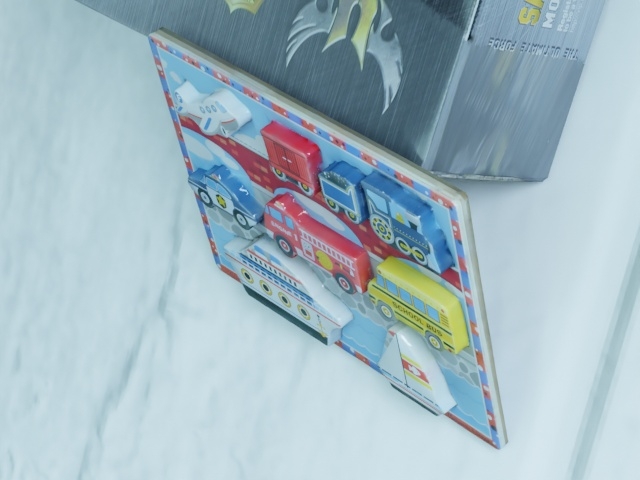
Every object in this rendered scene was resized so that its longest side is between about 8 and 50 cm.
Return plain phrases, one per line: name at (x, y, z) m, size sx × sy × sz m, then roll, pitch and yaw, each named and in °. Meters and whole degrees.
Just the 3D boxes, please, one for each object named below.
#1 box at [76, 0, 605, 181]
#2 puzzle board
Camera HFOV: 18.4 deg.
box at (-0.005, -0.141, 0.588) m, size 0.231 × 0.056 × 0.183 m, roll 30°, pitch 109°, yaw 41°
puzzle board at (0.000, 0.000, 0.569) m, size 0.128 × 0.011 × 0.096 m, roll 32°, pitch 147°, yaw 39°
